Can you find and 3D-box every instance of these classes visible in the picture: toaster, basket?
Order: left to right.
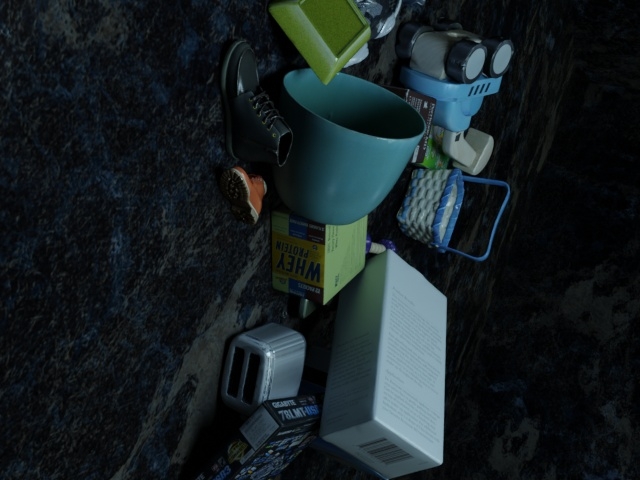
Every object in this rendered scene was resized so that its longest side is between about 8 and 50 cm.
[{"bbox_3d":[-0.120,0.271,1.600,0.146,0.129,0.226,-8,114,-60],"label":"toaster"},{"bbox_3d":[0.393,-0.089,2.235,0.254,0.289,0.201,-65,153,-16],"label":"basket"}]

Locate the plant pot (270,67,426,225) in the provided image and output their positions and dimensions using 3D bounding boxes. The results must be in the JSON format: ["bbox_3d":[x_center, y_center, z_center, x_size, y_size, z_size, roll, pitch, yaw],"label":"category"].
[{"bbox_3d":[0.032,-0.174,1.505,0.293,0.293,0.235,-34,150,-53],"label":"plant pot"}]

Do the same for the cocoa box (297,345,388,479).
[{"bbox_3d":[0.079,0.461,1.977,0.227,0.232,0.347,-66,152,-18],"label":"cocoa box"}]

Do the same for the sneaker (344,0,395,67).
[{"bbox_3d":[0.063,-0.480,1.603,0.268,0.101,0.153,-49,136,-37],"label":"sneaker"}]

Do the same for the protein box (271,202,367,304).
[{"bbox_3d":[0.000,0.000,1.681,0.201,0.136,0.199,-39,137,-51],"label":"protein box"}]

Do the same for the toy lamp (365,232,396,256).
[{"bbox_3d":[0.127,0.014,2.012,0.275,0.080,0.080,14,91,-67],"label":"toy lamp"}]

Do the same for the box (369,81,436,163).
[{"bbox_3d":[0.155,-0.283,1.800,0.203,0.167,0.168,-8,111,-62],"label":"box"}]

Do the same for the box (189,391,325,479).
[{"bbox_3d":[-0.122,0.450,1.609,0.293,0.073,0.295,-46,157,15],"label":"box"}]

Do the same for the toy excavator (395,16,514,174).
[{"bbox_3d":[0.371,-0.373,2.096,0.433,0.222,0.445,-21,132,-45],"label":"toy excavator"}]

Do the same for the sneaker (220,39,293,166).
[{"bbox_3d":[-0.107,-0.246,1.356,0.083,0.118,0.222,-41,138,-49],"label":"sneaker"}]

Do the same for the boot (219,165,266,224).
[{"bbox_3d":[-0.144,-0.106,1.438,0.158,0.059,0.084,76,34,-59],"label":"boot"}]

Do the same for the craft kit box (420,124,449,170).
[{"bbox_3d":[0.351,-0.337,2.293,0.247,0.061,0.249,10,95,-61],"label":"craft kit box"}]

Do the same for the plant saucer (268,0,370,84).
[{"bbox_3d":[0.014,-0.433,1.466,0.188,0.045,0.188,51,55,-19],"label":"plant saucer"}]

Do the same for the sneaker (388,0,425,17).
[{"bbox_3d":[0.186,-0.568,1.801,0.163,0.086,0.226,29,77,-61],"label":"sneaker"}]

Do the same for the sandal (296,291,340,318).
[{"bbox_3d":[0.030,0.121,1.861,0.303,0.086,0.120,-14,116,-61],"label":"sandal"}]

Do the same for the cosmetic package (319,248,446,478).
[{"bbox_3d":[0.153,0.271,1.702,0.230,0.162,0.453,40,41,-28],"label":"cosmetic package"}]
